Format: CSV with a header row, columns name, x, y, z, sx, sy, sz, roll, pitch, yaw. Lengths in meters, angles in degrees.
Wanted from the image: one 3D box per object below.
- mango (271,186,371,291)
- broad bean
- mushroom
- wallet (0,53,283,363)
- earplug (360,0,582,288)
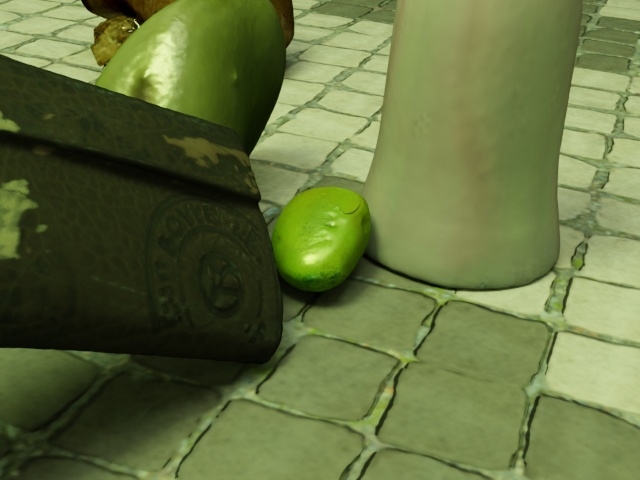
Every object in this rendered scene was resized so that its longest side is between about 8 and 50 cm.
name,x,y,z,sx,sy,sz,roll,pitch,yaw
mango,0.000,0.000,0.655,0.074,0.056,0.108,-2,31,8
broad bean,-0.105,-0.106,0.708,0.121,0.189,0.263,12,42,9
mushroom,-0.172,-0.303,1.095,0.297,0.163,0.278,22,32,29
wallet,-0.141,-0.023,0.465,0.044,0.170,0.321,-25,-23,32
earplug,0.119,-0.135,0.662,0.172,0.301,0.172,3,27,-2
